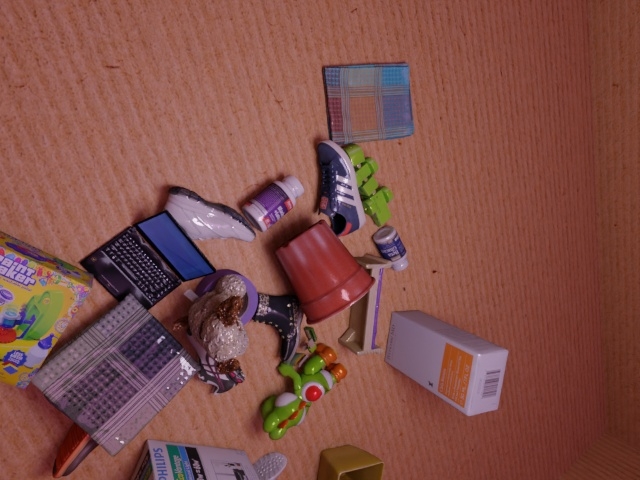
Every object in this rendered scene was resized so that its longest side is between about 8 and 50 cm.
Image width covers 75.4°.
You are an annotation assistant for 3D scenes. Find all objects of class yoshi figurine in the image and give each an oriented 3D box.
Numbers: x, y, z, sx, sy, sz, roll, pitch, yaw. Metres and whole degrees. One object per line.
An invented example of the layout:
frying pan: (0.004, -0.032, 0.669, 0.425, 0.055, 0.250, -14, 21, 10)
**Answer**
yoshi figurine: (-0.083, 0.548, 1.499, 0.362, 0.204, 0.202, -40, 152, -32)

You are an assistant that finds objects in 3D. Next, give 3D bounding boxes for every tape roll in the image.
tape roll: (-0.303, 0.191, 1.331, 0.189, 0.080, 0.188, -6, 103, -28)

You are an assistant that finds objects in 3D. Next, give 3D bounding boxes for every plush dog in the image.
plush dog: (-0.290, 0.247, 1.168, 0.211, 0.225, 0.261, -7, 104, -29)

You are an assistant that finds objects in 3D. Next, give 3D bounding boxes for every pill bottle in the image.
pill bottle: (-0.149, -0.125, 1.342, 0.193, 0.108, 0.108, -42, 117, -16)
pill bottle: (0.282, 0.036, 1.625, 0.094, 0.094, 0.169, -40, 116, -18)

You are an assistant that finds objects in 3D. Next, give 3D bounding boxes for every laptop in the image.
laptop: (-0.482, 0.076, 1.175, 0.264, 0.137, 0.234, -41, 116, -17)

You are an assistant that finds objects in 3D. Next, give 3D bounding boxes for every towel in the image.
towel: (0.186, -0.498, 1.505, 0.371, 0.040, 0.270, -14, 105, -27)
towel: (-0.554, 0.365, 1.146, 0.312, 0.056, 0.324, 49, 64, -8)

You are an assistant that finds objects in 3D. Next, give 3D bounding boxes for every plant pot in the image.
plant pot: (-0.002, 0.090, 1.371, 0.273, 0.272, 0.264, -34, 94, -20)
plant pot: (0.098, 0.934, 1.634, 0.213, 0.187, 0.211, 5, 97, -31)

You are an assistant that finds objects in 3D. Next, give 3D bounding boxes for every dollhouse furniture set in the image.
dollhouse furniture set: (-0.069, 0.381, 1.487, 0.152, 0.076, 0.058, -42, 122, -42)

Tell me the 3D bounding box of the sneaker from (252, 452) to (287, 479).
sneaker: (-0.217, 0.878, 1.515, 0.235, 0.090, 0.094, -35, 127, -16)

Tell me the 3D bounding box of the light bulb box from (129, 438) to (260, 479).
light bulb box: (-0.429, 0.866, 1.299, 0.361, 0.225, 0.357, 25, 87, -30)

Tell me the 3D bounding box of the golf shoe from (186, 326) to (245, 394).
golf shoe: (-0.357, 0.390, 1.327, 0.120, 0.105, 0.272, -37, 115, -11)

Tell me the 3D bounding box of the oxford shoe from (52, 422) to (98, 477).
oxford shoe: (-0.605, 0.528, 1.196, 0.363, 0.130, 0.132, -50, 123, -13)

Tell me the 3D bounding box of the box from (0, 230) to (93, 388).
box: (-0.767, 0.150, 0.998, 0.290, 0.177, 0.279, 34, 81, -27)

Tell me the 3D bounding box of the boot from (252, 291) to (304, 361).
boot: (-0.158, 0.295, 1.432, 0.179, 0.085, 0.236, 13, 88, -28)

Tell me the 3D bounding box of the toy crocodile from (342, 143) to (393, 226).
toy crocodile: (0.170, -0.196, 1.525, 0.115, 0.105, 0.340, -43, 121, -17)

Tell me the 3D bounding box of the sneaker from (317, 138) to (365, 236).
sneaker: (0.042, -0.167, 1.430, 0.148, 0.131, 0.349, -32, 113, -25)

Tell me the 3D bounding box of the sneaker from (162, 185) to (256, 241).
sneaker: (-0.339, -0.055, 1.267, 0.297, 0.111, 0.129, 25, 102, -27)

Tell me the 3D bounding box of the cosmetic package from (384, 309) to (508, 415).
cosmetic package: (0.461, 0.446, 1.594, 0.162, 0.453, 0.229, 3, 97, -30)

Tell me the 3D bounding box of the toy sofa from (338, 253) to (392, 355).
toy sofa: (0.189, 0.240, 1.579, 0.177, 0.150, 0.361, 1, 99, -29)
